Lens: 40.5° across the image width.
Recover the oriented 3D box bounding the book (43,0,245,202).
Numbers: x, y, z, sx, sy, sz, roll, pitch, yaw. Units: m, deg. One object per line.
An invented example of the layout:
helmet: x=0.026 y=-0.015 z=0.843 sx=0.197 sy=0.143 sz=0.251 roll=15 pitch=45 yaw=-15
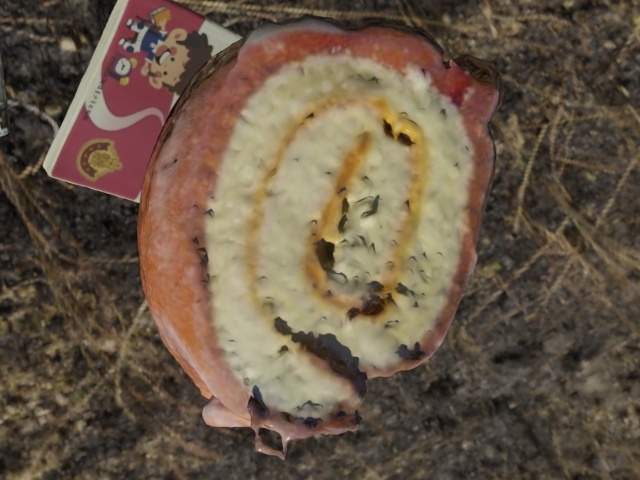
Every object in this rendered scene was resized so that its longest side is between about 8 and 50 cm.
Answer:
book: x=-0.098 y=-0.097 z=0.733 sx=0.232 sy=0.022 sz=0.162 roll=18 pitch=105 yaw=-44

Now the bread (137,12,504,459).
bread: x=-0.012 y=-0.002 z=0.506 sx=0.190 sy=0.244 sz=0.123 roll=15 pitch=169 yaw=-11

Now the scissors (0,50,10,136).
scissors: x=-0.319 y=-0.231 z=0.787 sx=0.041 sy=0.138 sz=0.289 roll=-28 pitch=127 yaw=-42
